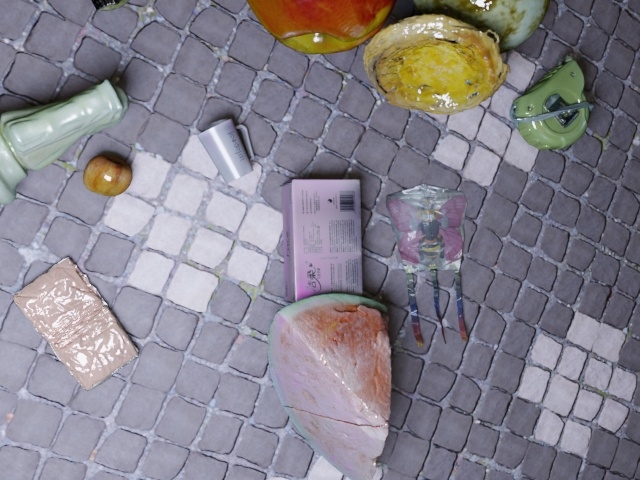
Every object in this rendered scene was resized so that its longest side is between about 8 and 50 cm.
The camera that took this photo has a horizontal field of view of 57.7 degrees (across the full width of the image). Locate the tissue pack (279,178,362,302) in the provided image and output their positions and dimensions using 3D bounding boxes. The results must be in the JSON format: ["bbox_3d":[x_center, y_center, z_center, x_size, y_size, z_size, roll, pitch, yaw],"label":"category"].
[{"bbox_3d":[0.000,0.000,1.178,0.149,0.092,0.246,-1,91,-18],"label":"tissue pack"}]

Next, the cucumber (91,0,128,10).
[{"bbox_3d":[-0.445,-0.556,1.051,0.072,0.072,0.300,-31,99,-15],"label":"cucumber"}]

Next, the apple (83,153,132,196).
[{"bbox_3d":[-0.391,-0.118,1.067,0.084,0.084,0.071,21,111,-16],"label":"apple"}]

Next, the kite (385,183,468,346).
[{"bbox_3d":[0.247,0.052,1.293,0.204,0.022,0.360,-3,87,-17],"label":"kite"}]

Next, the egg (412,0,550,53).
[{"bbox_3d":[0.328,-0.515,1.208,0.290,0.238,0.238,23,83,7],"label":"egg"}]

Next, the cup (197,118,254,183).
[{"bbox_3d":[-0.174,-0.182,1.144,0.104,0.074,0.116,-39,106,-43],"label":"cup"}]

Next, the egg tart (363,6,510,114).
[{"bbox_3d":[0.235,-0.369,1.171,0.291,0.291,0.106,19,65,-16],"label":"egg tart"}]

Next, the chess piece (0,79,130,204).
[{"bbox_3d":[-0.469,-0.186,0.991,0.298,0.176,0.175,-27,98,-14],"label":"chess piece"}]

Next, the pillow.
[{"bbox_3d":[-0.447,0.155,1.070,0.126,0.043,0.232,-36,98,-19],"label":"pillow"}]

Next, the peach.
[{"bbox_3d":[-0.003,-0.520,1.078,0.308,0.308,0.332,3,79,-17],"label":"peach"}]

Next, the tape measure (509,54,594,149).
[{"bbox_3d":[0.535,-0.297,1.336,0.200,0.106,0.175,-37,97,-12],"label":"tape measure"}]

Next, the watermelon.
[{"bbox_3d":[0.062,0.265,1.153,0.319,0.292,0.222,39,52,18],"label":"watermelon"}]
